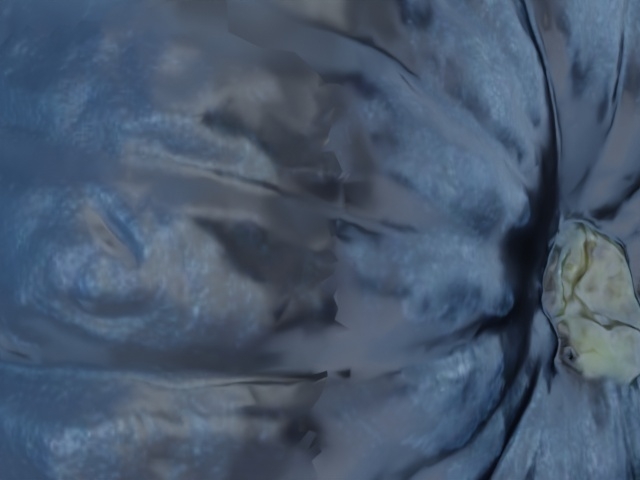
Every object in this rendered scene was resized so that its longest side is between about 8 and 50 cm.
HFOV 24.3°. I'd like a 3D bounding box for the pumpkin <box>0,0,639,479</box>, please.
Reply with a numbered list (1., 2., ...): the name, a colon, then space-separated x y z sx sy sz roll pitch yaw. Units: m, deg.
1. pumpkin: 0.000 0.000 0.535 0.266 0.363 0.363 14 94 45
